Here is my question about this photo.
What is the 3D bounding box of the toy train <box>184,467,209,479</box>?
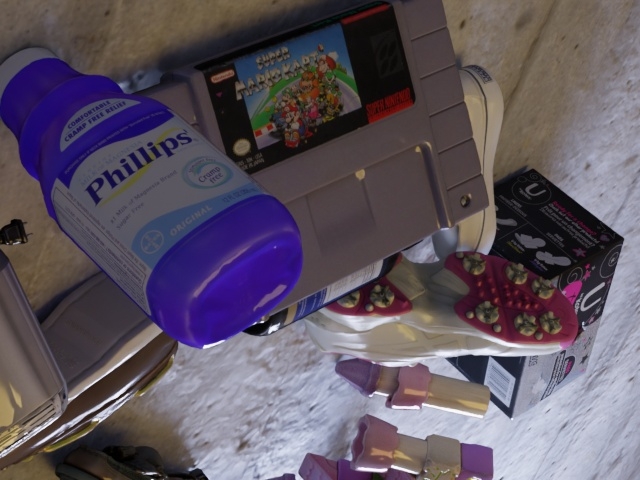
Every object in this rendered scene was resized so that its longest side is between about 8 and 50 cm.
[{"bbox_3d":[-0.149,0.327,1.594,0.027,0.036,0.158,-21,138,-38],"label":"toy train"}]

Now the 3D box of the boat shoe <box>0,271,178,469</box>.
[{"bbox_3d":[-0.253,0.140,1.205,0.324,0.116,0.096,-36,143,-31],"label":"boat shoe"}]

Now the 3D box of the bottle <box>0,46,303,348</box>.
[{"bbox_3d":[-0.137,-0.044,0.990,0.118,0.283,0.092,-34,145,-22],"label":"bottle"}]

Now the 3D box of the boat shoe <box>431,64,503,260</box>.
[{"bbox_3d":[0.135,-0.068,1.494,0.084,0.095,0.258,-24,130,-28],"label":"boat shoe"}]

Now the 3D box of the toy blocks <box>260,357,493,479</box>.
[{"bbox_3d":[0.041,0.319,1.627,0.260,0.309,0.288,14,130,-9],"label":"toy blocks"}]

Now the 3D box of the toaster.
[{"bbox_3d":[-0.295,0.098,1.053,0.227,0.129,0.146,-34,112,-25],"label":"toaster"}]

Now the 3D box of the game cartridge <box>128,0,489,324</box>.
[{"bbox_3d":[-0.004,-0.076,1.234,0.355,0.068,0.230,-26,112,-33],"label":"game cartridge"}]

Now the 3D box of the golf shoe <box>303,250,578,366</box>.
[{"bbox_3d":[0.126,0.084,1.521,0.306,0.115,0.140,10,141,-7],"label":"golf shoe"}]

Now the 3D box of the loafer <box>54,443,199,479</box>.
[{"bbox_3d":[-0.194,0.246,1.427,0.084,0.096,0.267,-63,158,-17],"label":"loafer"}]

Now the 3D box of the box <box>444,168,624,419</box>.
[{"bbox_3d":[0.250,0.066,1.688,0.142,0.163,0.247,-28,142,-28],"label":"box"}]

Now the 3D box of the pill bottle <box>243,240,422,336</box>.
[{"bbox_3d":[0.000,0.000,1.355,0.219,0.123,0.123,-25,141,-34],"label":"pill bottle"}]
